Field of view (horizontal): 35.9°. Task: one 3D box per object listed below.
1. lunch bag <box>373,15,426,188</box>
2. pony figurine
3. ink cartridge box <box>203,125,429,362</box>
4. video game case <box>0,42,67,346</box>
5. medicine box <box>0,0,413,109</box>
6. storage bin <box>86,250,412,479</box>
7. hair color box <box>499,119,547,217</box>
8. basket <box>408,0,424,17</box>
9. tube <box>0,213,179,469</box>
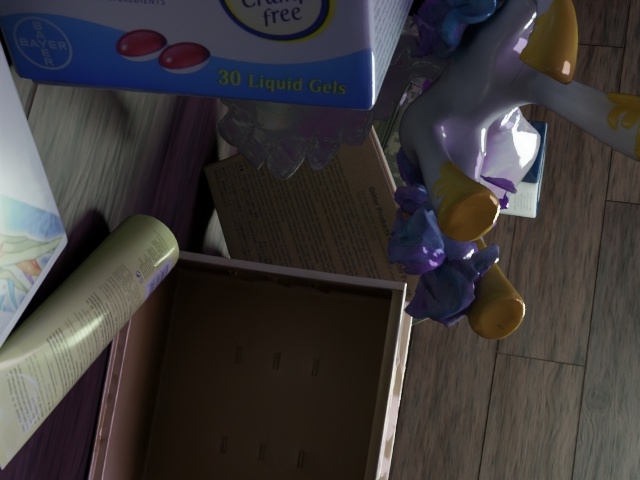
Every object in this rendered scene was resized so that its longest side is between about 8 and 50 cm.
[{"bbox_3d":[0.073,-0.181,1.317,0.212,0.256,0.305,-66,176,36],"label":"lunch bag"},{"bbox_3d":[0.111,-0.100,0.820,0.351,0.303,0.363,-52,-152,29],"label":"pony figurine"},{"bbox_3d":[0.000,0.000,1.069,0.088,0.193,0.234,58,14,-70],"label":"ink cartridge box"},{"bbox_3d":[-0.255,0.004,0.532,0.300,0.036,0.329,84,19,-44],"label":"video game case"},{"bbox_3d":[-0.083,-0.246,0.616,0.289,0.263,0.149,84,19,-45],"label":"medicine box"},{"bbox_3d":[-0.062,0.155,0.934,0.123,0.262,0.260,40,58,-77],"label":"storage bin"},{"bbox_3d":[0.174,-0.130,1.553,0.174,0.347,0.105,58,42,-71],"label":"hair color box"},{"bbox_3d":[0.142,-0.316,1.763,0.204,0.154,0.227,-58,156,-56],"label":"basket"},{"bbox_3d":[-0.195,0.064,0.786,0.070,0.062,0.240,47,39,-12],"label":"tube"}]
